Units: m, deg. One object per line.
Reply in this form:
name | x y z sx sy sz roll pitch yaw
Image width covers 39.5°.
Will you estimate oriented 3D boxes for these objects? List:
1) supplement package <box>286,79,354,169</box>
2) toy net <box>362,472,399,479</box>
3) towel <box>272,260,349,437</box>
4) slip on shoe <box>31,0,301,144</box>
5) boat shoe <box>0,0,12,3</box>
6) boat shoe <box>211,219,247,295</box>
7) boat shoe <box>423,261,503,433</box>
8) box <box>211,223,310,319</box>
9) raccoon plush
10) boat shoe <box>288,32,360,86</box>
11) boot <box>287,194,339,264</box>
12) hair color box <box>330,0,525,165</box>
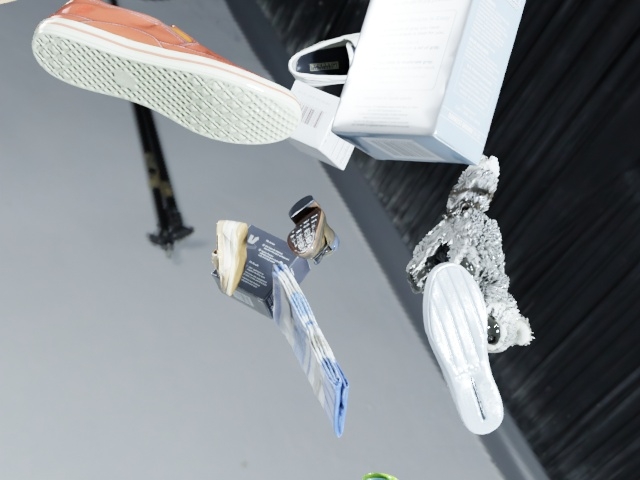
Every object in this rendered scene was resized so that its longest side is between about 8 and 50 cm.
supplement package | 0.000 -0.217 1.702 0.105 0.105 0.179 25 -1 17
toy net | 0.184 0.472 1.593 0.232 0.122 0.045 33 46 -26
towel | -0.024 0.201 1.640 0.034 0.209 0.285 -20 57 -15
slip on shoe | -0.176 -0.211 1.083 0.331 0.123 0.101 19 55 -2
boat shoe | -0.370 -0.243 0.810 0.285 0.103 0.092 -15 18 -5
boat shoe | -0.175 0.029 1.679 0.059 0.170 0.063 19 37 11
boat shoe | 0.233 0.183 1.528 0.109 0.094 0.302 -14 97 -10
box | -0.133 0.071 2.034 0.156 0.093 0.158 26 65 27
raccoon plush | 0.413 0.052 2.099 0.299 0.216 0.446 40 73 -24
boat shoe | 0.070 -0.341 1.654 0.267 0.096 0.088 -3 4 13
boot | 0.000 0.000 1.618 0.106 0.082 0.219 49 15 -21
hair color box | 0.162 -0.298 1.206 0.113 0.185 0.375 24 80 -44
